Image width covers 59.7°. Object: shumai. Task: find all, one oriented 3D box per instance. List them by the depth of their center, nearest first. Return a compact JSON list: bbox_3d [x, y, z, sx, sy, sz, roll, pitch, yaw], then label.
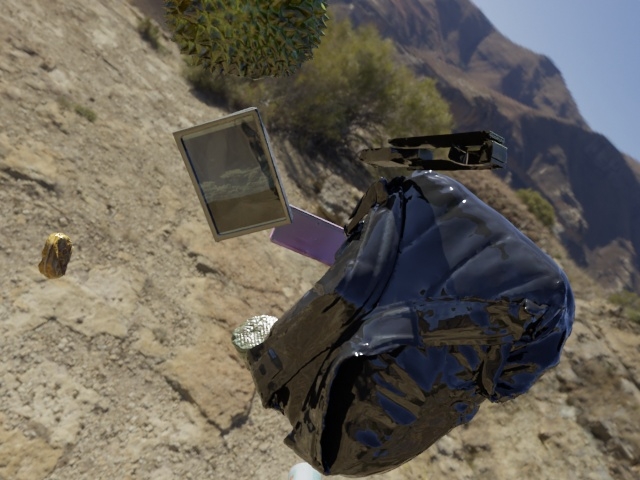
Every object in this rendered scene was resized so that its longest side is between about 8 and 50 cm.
[{"bbox_3d":[-0.196,0.355,1.892,0.184,0.184,0.142,-113,-167,-45],"label":"shumai"}]

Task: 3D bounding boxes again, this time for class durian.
[{"bbox_3d":[-0.117,-0.369,0.902,0.291,0.291,0.225,1,77,-64],"label":"durian"}]

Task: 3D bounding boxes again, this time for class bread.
[{"bbox_3d":[-0.621,0.036,1.306,0.044,0.111,0.083,11,-11,3],"label":"bread"}]

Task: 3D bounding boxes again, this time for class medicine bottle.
[{"bbox_3d":[-0.055,0.824,1.661,0.110,0.110,0.352,43,15,-12],"label":"medicine bottle"}]

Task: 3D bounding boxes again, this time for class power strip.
[{"bbox_3d":[0.000,0.000,1.482,0.278,0.109,0.037,23,5,-12],"label":"power strip"}]

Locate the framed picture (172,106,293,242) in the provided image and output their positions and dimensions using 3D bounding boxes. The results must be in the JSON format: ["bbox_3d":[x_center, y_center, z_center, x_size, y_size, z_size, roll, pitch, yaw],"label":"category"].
[{"bbox_3d":[-0.180,-0.133,1.178,0.023,0.188,0.260,-78,153,-66],"label":"framed picture"}]

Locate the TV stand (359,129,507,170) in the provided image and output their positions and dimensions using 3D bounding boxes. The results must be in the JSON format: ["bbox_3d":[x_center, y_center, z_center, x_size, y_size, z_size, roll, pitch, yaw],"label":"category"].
[{"bbox_3d":[0.149,-0.122,0.784,0.036,0.042,0.249,13,-3,-37],"label":"TV stand"}]

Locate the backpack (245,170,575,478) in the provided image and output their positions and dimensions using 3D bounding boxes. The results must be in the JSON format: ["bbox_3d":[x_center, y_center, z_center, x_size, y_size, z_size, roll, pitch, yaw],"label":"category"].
[{"bbox_3d":[0.112,0.127,0.799,0.363,0.446,0.255,44,0,35],"label":"backpack"}]
